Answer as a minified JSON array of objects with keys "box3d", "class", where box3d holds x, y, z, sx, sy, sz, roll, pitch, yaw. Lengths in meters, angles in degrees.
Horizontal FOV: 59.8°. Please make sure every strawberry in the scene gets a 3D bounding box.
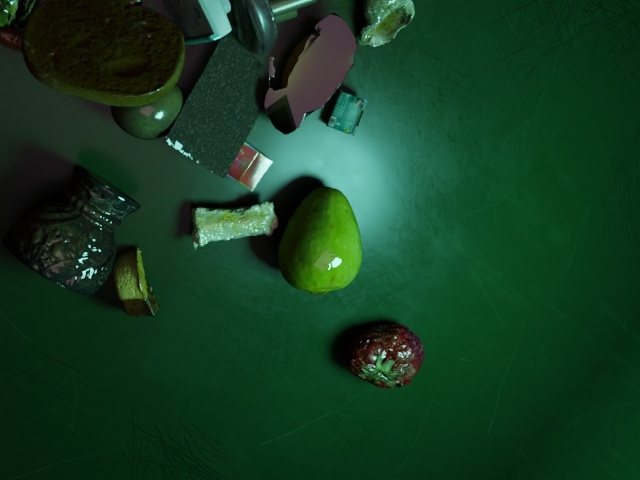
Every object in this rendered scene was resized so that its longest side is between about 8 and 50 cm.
[{"box3d":[0.230,0.389,1.938,0.274,0.220,0.274,7,138,6],"class":"strawberry"}]

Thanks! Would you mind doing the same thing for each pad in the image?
[{"box3d":[-0.259,-0.355,1.497,0.220,0.004,0.330,33,82,-47],"class":"pad"}]

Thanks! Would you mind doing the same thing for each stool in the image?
[{"box3d":[-0.156,-0.619,1.376,0.178,0.272,0.272,-37,118,-13],"class":"stool"}]

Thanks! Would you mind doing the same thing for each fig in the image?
[{"box3d":[0.000,0.000,1.679,0.258,0.258,0.326,5,92,-21],"class":"fig"}]

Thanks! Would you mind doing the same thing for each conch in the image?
[{"box3d":[0.183,-0.633,1.557,0.155,0.130,0.207,20,117,-12],"class":"conch"}]

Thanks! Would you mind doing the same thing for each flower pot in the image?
[{"box3d":[-0.625,-0.037,1.448,0.266,0.266,0.267,38,84,-27],"class":"flower pot"}]

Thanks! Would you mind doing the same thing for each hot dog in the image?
[{"box3d":[-0.040,-0.470,1.561,0.326,0.107,0.194,-38,108,9],"class":"hot dog"}]

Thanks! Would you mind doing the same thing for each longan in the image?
[{"box3d":[-0.439,-0.342,1.431,0.187,0.167,0.167,-33,118,-14],"class":"longan"}]

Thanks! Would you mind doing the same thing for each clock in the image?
[{"box3d":[-0.308,-0.597,1.327,0.116,0.262,0.231,-34,118,-16],"class":"clock"}]

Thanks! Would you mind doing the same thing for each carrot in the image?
[{"box3d":[-0.694,-0.470,1.354,0.186,0.060,0.060,15,105,-23],"class":"carrot"}]

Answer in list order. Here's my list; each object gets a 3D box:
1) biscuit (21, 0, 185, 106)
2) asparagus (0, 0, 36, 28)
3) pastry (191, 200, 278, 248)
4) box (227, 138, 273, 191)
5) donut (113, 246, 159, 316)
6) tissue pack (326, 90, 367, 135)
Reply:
[{"box3d":[-0.513,-0.475,1.343,0.367,0.063,0.314,13,69,-6],"class":"biscuit"},{"box3d":[-0.845,-0.577,1.232,0.382,0.108,0.128,11,106,-22],"class":"asparagus"},{"box3d":[-0.258,-0.057,1.651,0.258,0.089,0.121,-11,110,-16],"class":"pastry"},{"box3d":[-0.240,-0.235,1.609,0.175,0.048,0.112,32,97,-27],"class":"box"},{"box3d":[-0.541,0.138,1.612,0.085,0.141,0.217,-12,110,-7],"class":"donut"},{"box3d":[0.082,-0.376,1.656,0.085,0.079,0.111,24,102,11],"class":"tissue pack"}]
